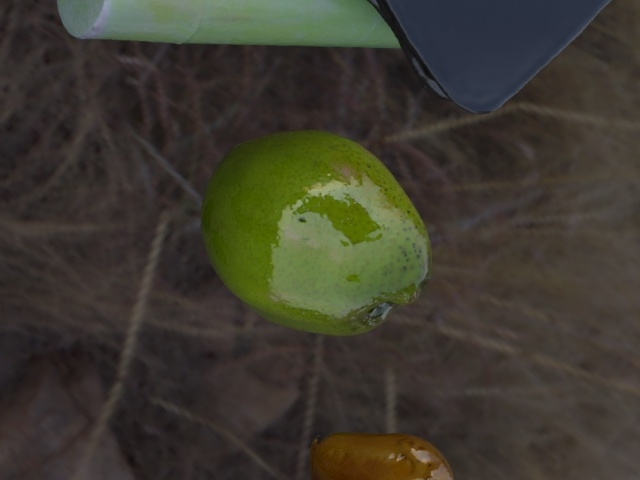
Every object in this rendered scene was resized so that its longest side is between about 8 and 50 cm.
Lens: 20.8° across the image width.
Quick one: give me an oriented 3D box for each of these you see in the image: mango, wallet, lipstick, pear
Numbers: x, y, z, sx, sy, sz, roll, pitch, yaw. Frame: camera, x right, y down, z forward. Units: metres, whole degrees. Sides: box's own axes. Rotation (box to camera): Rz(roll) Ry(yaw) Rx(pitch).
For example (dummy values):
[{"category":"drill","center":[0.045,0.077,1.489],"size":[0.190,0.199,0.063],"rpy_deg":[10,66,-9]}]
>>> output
[{"category":"mango","center":[0.045,0.178,1.295],"size":[0.063,0.127,0.077],"rpy_deg":[21,82,-55]},{"category":"wallet","center":[0.061,-0.265,1.062],"size":[0.197,0.051,0.377],"rpy_deg":[-43,121,-16]},{"category":"lipstick","center":[-0.018,-0.162,1.117],"size":[0.304,0.076,0.076],"rpy_deg":[-2,118,-34]},{"category":"pear","center":[0.000,0.000,1.571],"size":[0.187,0.219,0.187],"rpy_deg":[-50,157,-30]}]
